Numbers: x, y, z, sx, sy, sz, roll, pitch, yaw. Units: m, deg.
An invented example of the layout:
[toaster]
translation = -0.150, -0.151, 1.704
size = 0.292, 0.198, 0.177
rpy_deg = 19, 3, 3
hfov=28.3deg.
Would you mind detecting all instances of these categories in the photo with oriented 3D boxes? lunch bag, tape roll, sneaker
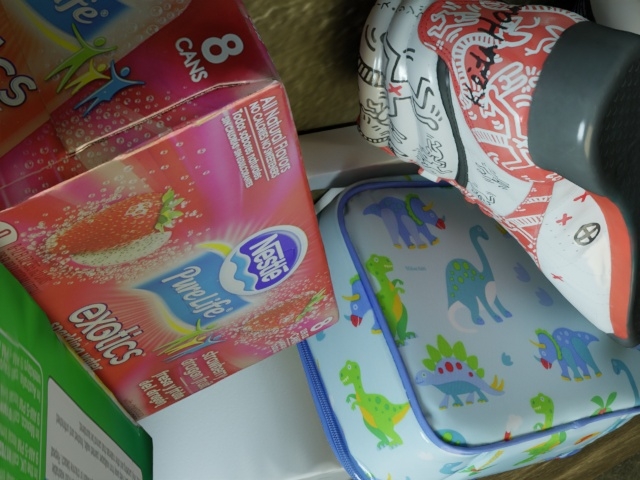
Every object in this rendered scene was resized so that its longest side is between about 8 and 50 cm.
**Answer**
[lunch bag]
translation = 0.087, 0.046, 0.738
size = 0.219, 0.176, 0.090
rpy_deg = -5, 156, -41
[tape roll]
translation = -0.116, 0.169, 0.938
size = 0.286, 0.100, 0.286
rpy_deg = -18, 166, -5
[sneaker]
translation = 0.109, -0.041, 0.661
size = 0.090, 0.145, 0.270
rpy_deg = -58, 150, -11

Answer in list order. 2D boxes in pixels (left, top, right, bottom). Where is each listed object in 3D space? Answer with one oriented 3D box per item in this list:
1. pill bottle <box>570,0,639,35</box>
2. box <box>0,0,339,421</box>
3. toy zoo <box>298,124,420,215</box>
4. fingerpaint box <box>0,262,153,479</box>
[pill bottle]
translation = 0.178, -0.107, 0.679
size = 0.094, 0.094, 0.169
rpy_deg = -19, 159, -19
[box]
translation = -0.078, -0.030, 0.503
size = 0.122, 0.128, 0.257
rpy_deg = -25, 159, -4
[toy zoo]
translation = 0.000, 0.000, 0.816
size = 0.192, 0.030, 0.293
rpy_deg = -6, 152, -44
[fingerpaint box]
translation = -0.266, 0.098, 0.362
size = 0.371, 0.163, 0.445
rpy_deg = -3, 159, 1
